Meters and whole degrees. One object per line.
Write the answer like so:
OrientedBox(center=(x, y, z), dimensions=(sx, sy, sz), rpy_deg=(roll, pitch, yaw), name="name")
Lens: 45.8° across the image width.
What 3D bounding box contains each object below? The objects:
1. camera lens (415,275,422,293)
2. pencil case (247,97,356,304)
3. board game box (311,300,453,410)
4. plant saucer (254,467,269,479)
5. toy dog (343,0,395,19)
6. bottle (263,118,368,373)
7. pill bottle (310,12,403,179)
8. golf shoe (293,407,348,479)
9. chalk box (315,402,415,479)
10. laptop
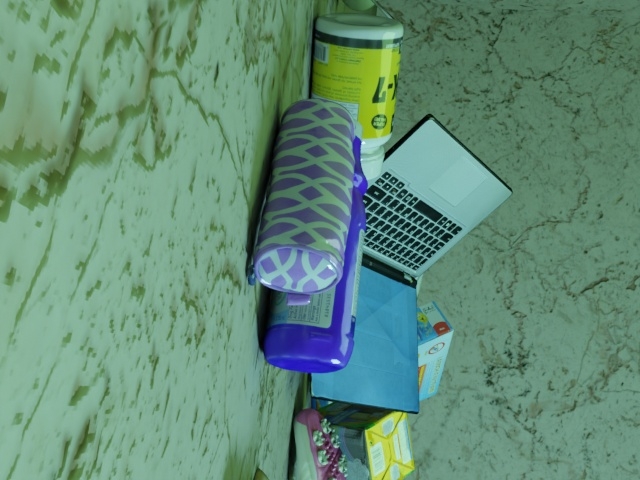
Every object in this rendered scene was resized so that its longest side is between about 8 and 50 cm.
OrientedBox(center=(0.115, 0.049, 1.640), dimensions=(0.274, 0.219, 0.219), rpy_deg=(89, 8, -58), name="camera lens")
OrientedBox(center=(-0.010, -0.041, 0.726), dimensions=(0.088, 0.086, 0.206), rpy_deg=(78, 17, -53), name="pencil case")
OrientedBox(center=(0.132, 0.304, 1.714), dimensions=(0.086, 0.301, 0.308), rpy_deg=(58, -20, 33), name="board game box")
OrientedBox(center=(-0.071, 0.311, 0.888), dimensions=(0.083, 0.015, 0.084), rpy_deg=(6, 90, -86), name="plant saucer")
OrientedBox(center=(0.102, -0.442, 1.162), dimensions=(0.334, 0.160, 0.220), rpy_deg=(-73, 168, -69), name="toy dog")
OrientedBox(center=(0.000, 0.000, 0.837), dimensions=(0.118, 0.092, 0.283), rpy_deg=(136, -37, -70), name="bottle")
OrientedBox(center=(0.045, -0.196, 1.037), dimensions=(0.119, 0.119, 0.209), rpy_deg=(-75, 170, -64), name="pill bottle")
OrientedBox(center=(-0.015, 0.449, 1.319), dimensions=(0.115, 0.140, 0.306), rpy_deg=(-9, 84, -67), name="golf shoe")
OrientedBox(center=(0.051, 0.383, 1.434), dimensions=(0.132, 0.213, 0.133), rpy_deg=(-14, 98, -46), name="chalk box")
OrientedBox(center=(0.173, 0.066, 1.287), dimensions=(0.382, 0.408, 0.236), rpy_deg=(25, 26, -54), name="laptop")
